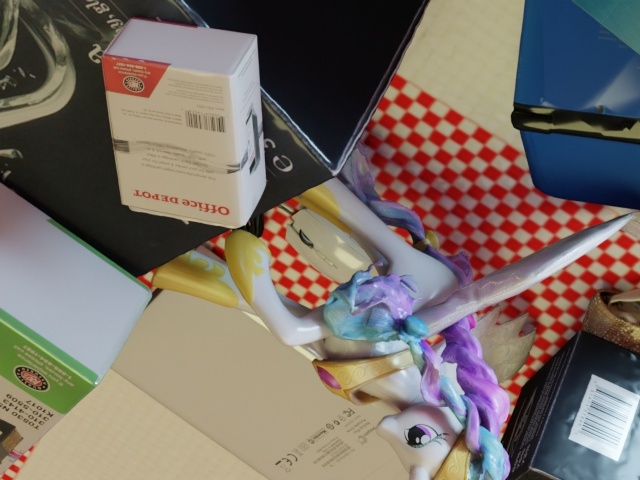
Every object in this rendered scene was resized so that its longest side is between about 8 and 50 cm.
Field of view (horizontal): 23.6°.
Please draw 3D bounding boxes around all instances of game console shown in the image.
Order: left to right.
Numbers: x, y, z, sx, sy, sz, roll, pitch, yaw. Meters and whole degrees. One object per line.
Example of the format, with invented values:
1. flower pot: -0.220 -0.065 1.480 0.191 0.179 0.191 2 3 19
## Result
1. game console: 0.323 -0.130 1.299 0.293 0.173 0.250 9 102 17

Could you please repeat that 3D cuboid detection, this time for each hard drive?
1. hard drive: -0.055 0.172 1.734 0.353 0.047 0.233 36 135 -11

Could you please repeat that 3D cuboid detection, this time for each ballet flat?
1. ballet flat: 0.350 0.079 1.451 0.206 0.073 0.067 3 117 18

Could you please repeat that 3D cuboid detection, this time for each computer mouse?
1. computer mouse: 0.000 0.000 1.554 0.193 0.042 0.106 29 135 -2

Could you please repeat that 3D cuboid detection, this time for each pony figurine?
1. pony figurine: 0.086 0.063 1.395 0.363 0.351 0.303 43 142 16

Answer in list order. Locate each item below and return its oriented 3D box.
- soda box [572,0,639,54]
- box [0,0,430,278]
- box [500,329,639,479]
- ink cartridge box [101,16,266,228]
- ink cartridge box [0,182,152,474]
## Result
1. soda box: 0.297 -0.149 1.176 0.210 0.067 0.071 41 109 9
2. box: -0.251 -0.218 1.296 0.472 0.297 0.480 -26 116 41
3. box: 0.248 0.201 1.505 0.108 0.153 0.207 24 158 1
4. ink cartridge box: -0.095 -0.084 1.101 0.099 0.056 0.135 11 132 14
5. ink cartridge box: -0.304 0.084 1.309 0.201 0.117 0.278 36 137 -12
